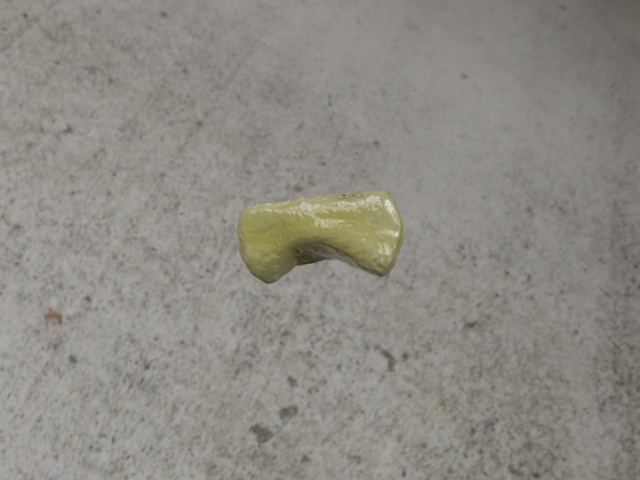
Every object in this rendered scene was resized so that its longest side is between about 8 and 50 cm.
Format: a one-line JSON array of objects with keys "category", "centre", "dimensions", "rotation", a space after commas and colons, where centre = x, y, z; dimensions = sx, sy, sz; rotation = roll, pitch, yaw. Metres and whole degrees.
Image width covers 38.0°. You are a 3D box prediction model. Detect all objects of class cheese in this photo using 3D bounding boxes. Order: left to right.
[{"category": "cheese", "centre": [0.000, 0.000, 0.456], "dimensions": [0.083, 0.030, 0.044], "rotation": [-7, 77, 13]}]
